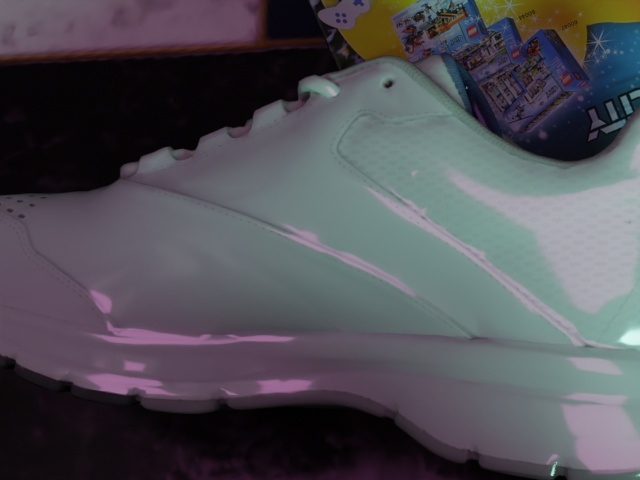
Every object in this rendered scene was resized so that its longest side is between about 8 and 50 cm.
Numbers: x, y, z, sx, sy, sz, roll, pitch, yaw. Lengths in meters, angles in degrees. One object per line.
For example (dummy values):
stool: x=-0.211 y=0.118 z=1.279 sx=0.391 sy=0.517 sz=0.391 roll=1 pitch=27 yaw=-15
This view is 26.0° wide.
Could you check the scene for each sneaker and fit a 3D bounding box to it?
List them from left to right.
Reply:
sneaker: x=0.000 y=0.000 z=0.475 sx=0.297 sy=0.111 sz=0.129 roll=5 pitch=93 yaw=19

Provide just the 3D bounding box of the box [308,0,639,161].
box: x=0.111 y=-0.112 z=0.499 sx=0.233 sy=0.044 sz=0.159 roll=-23 pitch=96 yaw=9
